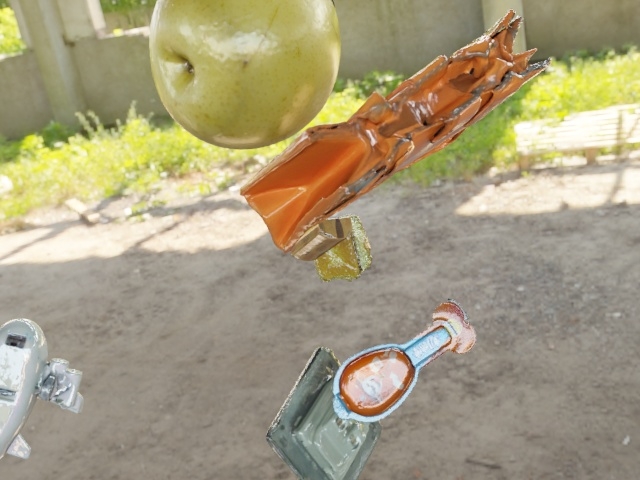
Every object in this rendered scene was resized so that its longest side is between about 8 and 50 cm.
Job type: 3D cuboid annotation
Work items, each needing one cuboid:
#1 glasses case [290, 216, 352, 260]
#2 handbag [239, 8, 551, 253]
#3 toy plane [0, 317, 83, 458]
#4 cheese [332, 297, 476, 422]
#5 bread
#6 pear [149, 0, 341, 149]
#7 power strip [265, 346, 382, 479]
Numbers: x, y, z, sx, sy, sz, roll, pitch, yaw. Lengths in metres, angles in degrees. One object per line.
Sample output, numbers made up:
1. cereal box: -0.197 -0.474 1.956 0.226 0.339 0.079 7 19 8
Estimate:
1. glasses case: 0.000 0.000 1.413 0.064 0.041 0.170 -5 -12 -22
2. handbag: 0.103 -0.149 1.087 0.410 0.116 0.303 -35 2 -29
3. toy plane: -0.558 0.268 1.376 0.266 0.267 0.122 -13 8 -7
4. cheese: 0.125 0.190 1.186 0.256 0.106 0.037 -35 -1 -1
5. bread: 0.041 0.020 1.674 0.127 0.140 0.069 -13 7 31
6. pear: -0.126 -0.332 1.326 0.348 0.348 0.348 -9 19 3
7. power strip: 0.028 0.300 1.227 0.064 0.198 0.213 -18 27 42
